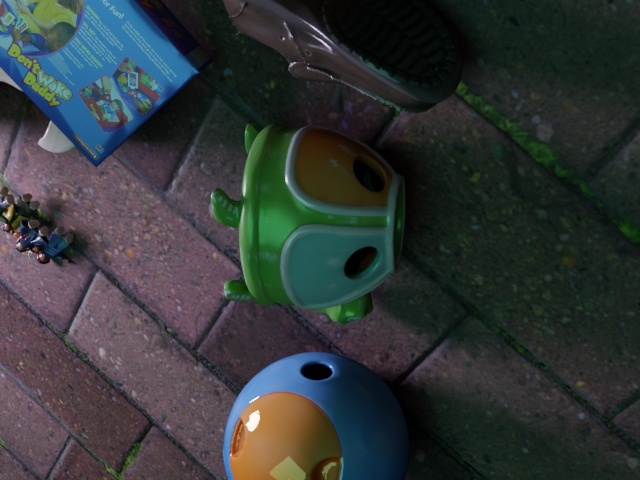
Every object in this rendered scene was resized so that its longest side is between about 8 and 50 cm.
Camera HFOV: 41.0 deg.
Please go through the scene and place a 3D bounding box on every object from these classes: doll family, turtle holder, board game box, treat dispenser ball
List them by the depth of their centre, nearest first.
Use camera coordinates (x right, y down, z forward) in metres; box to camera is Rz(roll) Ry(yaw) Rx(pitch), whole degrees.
[{"bbox_3d":[-0.004,0.001,1.175,0.227,0.243,0.321,4,110,11],"label":"turtle holder"},{"bbox_3d":[-0.361,-0.313,1.245,0.233,0.078,0.347,-36,104,23],"label":"board game box"},{"bbox_3d":[-0.007,0.318,1.324,0.288,0.288,0.288,15,123,25],"label":"treat dispenser ball"},{"bbox_3d":[-0.553,-0.019,1.615,0.193,0.076,0.111,48,126,-4],"label":"doll family"}]

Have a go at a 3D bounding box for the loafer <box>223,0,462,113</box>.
[{"bbox_3d":[0.022,-0.264,1.097,0.366,0.134,0.130,36,153,22],"label":"loafer"}]

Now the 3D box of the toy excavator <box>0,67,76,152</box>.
[{"bbox_3d":[-0.622,-0.283,1.438,0.445,0.222,0.433,-24,103,30],"label":"toy excavator"}]
